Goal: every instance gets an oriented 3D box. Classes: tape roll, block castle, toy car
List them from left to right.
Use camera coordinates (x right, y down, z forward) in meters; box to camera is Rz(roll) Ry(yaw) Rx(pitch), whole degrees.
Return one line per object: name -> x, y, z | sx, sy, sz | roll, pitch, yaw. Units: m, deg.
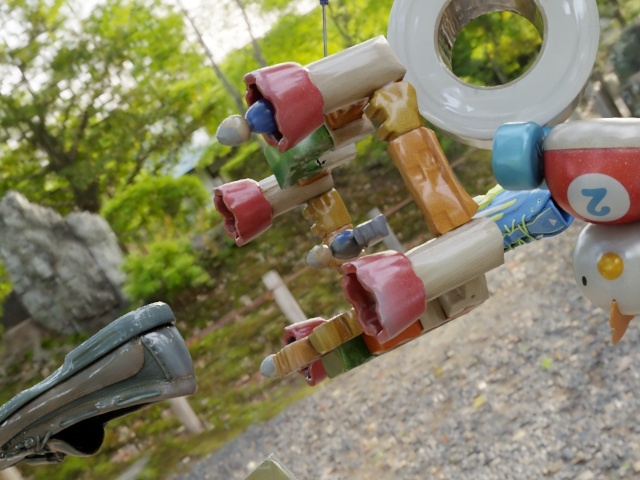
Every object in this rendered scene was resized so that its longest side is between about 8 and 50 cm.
block castle -> 0.000, 0.000, 1.150 | 0.213, 0.303, 0.453 | -25, -8, -16
tape roll -> 0.214, -0.238, 1.228 | 0.246, 0.246, 0.169 | -32, -7, 11
toy car -> 0.312, -0.006, 1.037 | 0.219, 0.237, 0.210 | 1, 3, 31

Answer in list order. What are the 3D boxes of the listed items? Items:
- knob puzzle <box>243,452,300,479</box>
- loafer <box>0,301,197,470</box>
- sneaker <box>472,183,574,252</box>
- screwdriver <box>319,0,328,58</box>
knob puzzle -> -0.021, 0.326, 1.031 | 0.213, 0.213, 0.030 | -30, 3, 39
loafer -> -0.210, 0.151, 0.864 | 0.267, 0.084, 0.096 | -37, -11, 31
sneaker -> 0.264, -0.030, 1.371 | 0.240, 0.091, 0.126 | -38, 13, 2
screwdriver -> 0.006, -0.269, 1.201 | 0.024, 0.169, 0.025 | -4, 1, 24
